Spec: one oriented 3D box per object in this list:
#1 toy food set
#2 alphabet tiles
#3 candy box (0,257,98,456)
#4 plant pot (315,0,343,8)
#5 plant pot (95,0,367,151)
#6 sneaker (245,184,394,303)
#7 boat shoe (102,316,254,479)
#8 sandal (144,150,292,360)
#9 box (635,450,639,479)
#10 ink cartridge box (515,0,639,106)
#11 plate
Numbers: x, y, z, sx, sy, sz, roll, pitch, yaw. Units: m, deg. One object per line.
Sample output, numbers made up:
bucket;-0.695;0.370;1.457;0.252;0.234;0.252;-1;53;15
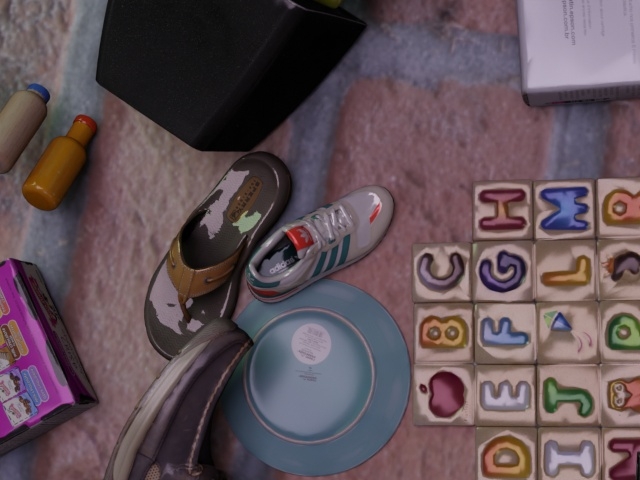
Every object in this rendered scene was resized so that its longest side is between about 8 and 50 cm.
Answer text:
toy food set;-0.345;-0.113;1.512;0.232;0.111;0.104;10;54;24
alphabet tiles;0.252;0.083;1.389;0.342;0.011;0.285;-1;83;13
candy box;-0.355;0.141;1.491;0.233;0.071;0.159;-28;78;8
plant pot;-0.025;-0.349;1.339;0.228;0.227;0.207;-52;36;21
plant pot;-0.098;-0.184;1.428;0.187;0.188;0.167;34;104;15
sneaker;0.000;0.000;1.418;0.161;0.075;0.057;-32;77;-2
boat shoe;-0.139;0.239;1.412;0.130;0.132;0.355;29;100;2
sandal;-0.102;0.013;1.453;0.090;0.060;0.219;35;95;15
box;0.416;0.322;1.281;0.322;0.079;0.257;4;85;13
ink cartridge box;0.338;-0.296;1.390;0.330;0.071;0.324;-3;81;9
plate;-0.009;0.127;1.437;0.188;0.024;0.188;-2;83;14
